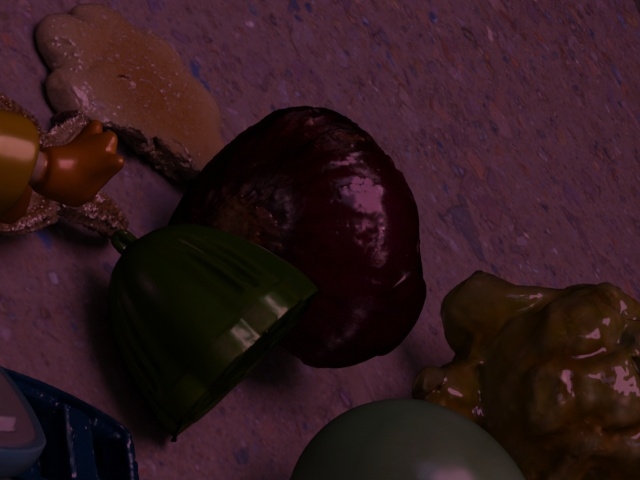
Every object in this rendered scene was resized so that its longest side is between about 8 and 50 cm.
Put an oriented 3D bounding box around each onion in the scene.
[{"bbox_3d":[0.004,-0.004,1.763,0.206,0.207,0.216,42,16,30],"label":"onion"}]

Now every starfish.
[{"bbox_3d":[-0.246,-0.065,1.616,0.238,0.071,0.216,45,35,-36],"label":"starfish"}]

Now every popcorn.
[{"bbox_3d":[0.271,0.186,1.995,0.335,0.279,0.274,40,50,-54],"label":"popcorn"}]

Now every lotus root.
[{"bbox_3d":[-0.121,0.052,1.617,0.186,0.186,0.186,39,33,-32],"label":"lotus root"}]

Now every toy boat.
[{"bbox_3d":[-0.256,0.143,1.387,0.299,0.061,0.096,28,40,-45],"label":"toy boat"}]

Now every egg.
[{"bbox_3d":[0.087,0.267,1.654,0.270,0.220,0.220,57,27,-19],"label":"egg"}]

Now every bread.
[{"bbox_3d":[-0.179,-0.152,1.836,0.251,0.039,0.182,28,41,-44],"label":"bread"}]

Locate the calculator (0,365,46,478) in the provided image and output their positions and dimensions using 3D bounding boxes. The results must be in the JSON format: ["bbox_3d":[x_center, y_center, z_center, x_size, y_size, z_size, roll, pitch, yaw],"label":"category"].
[{"bbox_3d":[-0.312,0.063,1.126,0.256,0.054,0.386,16,4,-31],"label":"calculator"}]

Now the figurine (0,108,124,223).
[{"bbox_3d":[-0.314,-0.082,1.340,0.343,0.215,0.187,15,53,-48],"label":"figurine"}]
